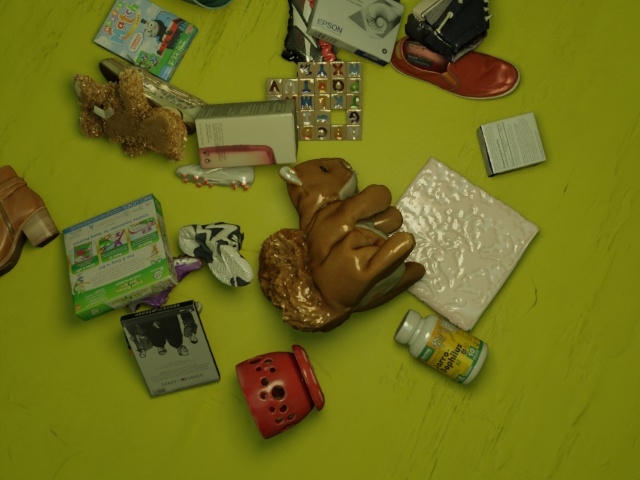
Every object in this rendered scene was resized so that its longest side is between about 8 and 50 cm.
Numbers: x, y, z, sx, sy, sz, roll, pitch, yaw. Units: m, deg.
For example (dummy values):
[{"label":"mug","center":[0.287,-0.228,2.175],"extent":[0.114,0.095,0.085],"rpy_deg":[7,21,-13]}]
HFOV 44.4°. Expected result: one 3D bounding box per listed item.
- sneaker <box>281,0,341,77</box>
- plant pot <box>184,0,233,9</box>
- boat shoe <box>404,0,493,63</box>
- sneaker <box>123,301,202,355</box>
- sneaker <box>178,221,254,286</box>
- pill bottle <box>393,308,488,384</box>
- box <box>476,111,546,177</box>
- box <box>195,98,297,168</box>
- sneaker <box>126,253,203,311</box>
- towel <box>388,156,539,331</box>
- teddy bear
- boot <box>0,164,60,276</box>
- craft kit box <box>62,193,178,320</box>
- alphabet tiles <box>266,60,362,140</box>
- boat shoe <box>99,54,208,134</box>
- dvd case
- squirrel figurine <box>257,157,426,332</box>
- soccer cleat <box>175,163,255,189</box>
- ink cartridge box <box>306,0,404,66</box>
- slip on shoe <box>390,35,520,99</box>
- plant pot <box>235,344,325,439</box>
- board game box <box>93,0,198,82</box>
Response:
[{"label":"sneaker","center":[-0.046,-0.519,1.950],"extent":[0.135,0.097,0.276],"rpy_deg":[-18,88,-2]},{"label":"plant pot","center":[-0.326,-0.720,1.897],"extent":[0.196,0.293,0.293],"rpy_deg":[16,87,29]},{"label":"boat shoe","center":[0.369,-0.561,1.897],"extent":[0.340,0.127,0.158],"rpy_deg":[-42,74,-17]},{"label":"sneaker","center":[-0.391,0.202,1.930],"extent":[0.215,0.084,0.083],"rpy_deg":[-29,82,0]},{"label":"sneaker","center":[-0.214,0.020,1.895],"extent":[0.235,0.153,0.094],"rpy_deg":[25,121,33]},{"label":"pill bottle","center":[0.288,0.252,1.897],"extent":[0.208,0.117,0.118],"rpy_deg":[29,88,2]},{"label":"box","center":[0.470,-0.236,1.941],"extent":[0.137,0.072,0.126],"rpy_deg":[-14,87,-1]},{"label":"box","center":[-0.173,-0.259,1.896],"extent":[0.232,0.148,0.127],"rpy_deg":[-3,114,2]},{"label":"sneaker","center":[-0.393,0.107,1.934],"extent":[0.236,0.095,0.104],"rpy_deg":[-21,94,5]},{"label":"towel","center":[0.317,0.006,1.940],"extent":[0.332,0.053,0.317],"rpy_deg":[35,88,5]},{"label":"teddy bear","center":[-0.459,-0.303,1.895],"extent":[0.338,0.113,0.245],"rpy_deg":[4,119,30]},{"label":"boot","center":[-0.816,-0.033,1.931],"extent":[0.283,0.109,0.220],"rpy_deg":[-36,88,-3]},{"label":"craft kit box","center":[-0.485,0.038,1.892],"extent":[0.250,0.061,0.247],"rpy_deg":[-21,57,5]},{"label":"alphabet tiles","center":[-0.015,-0.343,1.943],"extent":[0.237,0.009,0.198],"rpy_deg":[-1,114,0]},{"label":"boat shoe","center":[-0.416,-0.374,1.955],"extent":[0.285,0.104,0.089],"rpy_deg":[34,72,-6]},{"label":"dvd case","center":[-0.358,0.263,1.890],"extent":[0.179,0.029,0.239],"rpy_deg":[-13,121,0]},{"label":"squirrel figurine","center":[0.000,0.000,1.825],"extent":[0.397,0.281,0.370],"rpy_deg":[-37,69,7]},{"label":"soccer cleat","center":[-0.260,-0.173,1.958],"extent":[0.196,0.068,0.076],"rpy_deg":[6,72,0]},{"label":"ink cartridge box","center":[0.094,-0.569,1.922],"extent":[0.223,0.045,0.224],"rpy_deg":[18,76,-19]},{"label":"slip on shoe","center":[0.333,-0.430,1.940],"extent":[0.331,0.101,0.123],"rpy_deg":[16,86,0]},{"label":"plant pot","center":[-0.091,0.353,1.863],"extent":[0.174,0.191,0.191],"rpy_deg":[-22,87,-3]},{"label":"board game box","center":[-0.441,-0.518,1.987],"extent":[0.211,0.039,0.160],"rpy_deg":[29,88,3]}]
